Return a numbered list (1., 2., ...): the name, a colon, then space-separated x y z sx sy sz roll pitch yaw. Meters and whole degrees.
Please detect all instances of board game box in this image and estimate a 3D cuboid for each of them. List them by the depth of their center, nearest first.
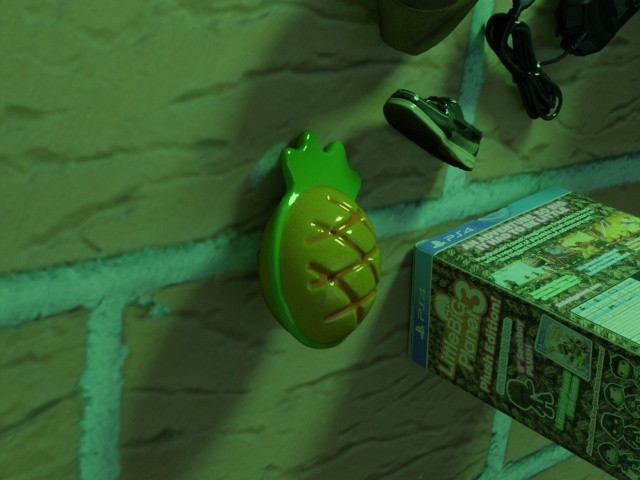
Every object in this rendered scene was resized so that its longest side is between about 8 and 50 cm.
1. board game box: 0.272 0.081 1.093 0.232 0.291 0.141 -21 125 -36

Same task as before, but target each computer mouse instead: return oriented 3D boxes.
1. computer mouse: 0.259 -0.261 1.088 0.262 0.060 0.184 -50 142 3

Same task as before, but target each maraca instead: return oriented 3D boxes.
1. maraca: 0.000 0.000 0.932 0.127 0.099 0.186 15 73 -53

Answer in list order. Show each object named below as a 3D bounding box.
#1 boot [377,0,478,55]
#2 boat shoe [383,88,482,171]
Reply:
1. boot: 0.144 -0.284 0.955 0.305 0.112 0.115 -48 166 -23
2. boat shoe: 0.107 -0.112 1.015 0.152 0.056 0.049 31 82 -58
